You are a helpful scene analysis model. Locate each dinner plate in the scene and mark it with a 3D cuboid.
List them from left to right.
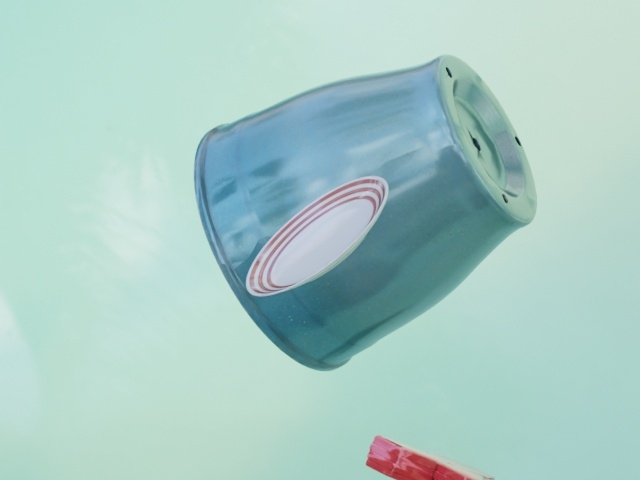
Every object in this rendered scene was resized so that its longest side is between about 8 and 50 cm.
[{"bbox_3d":[0.000,0.000,1.371,0.141,0.017,0.141,-32,21,14],"label":"dinner plate"}]

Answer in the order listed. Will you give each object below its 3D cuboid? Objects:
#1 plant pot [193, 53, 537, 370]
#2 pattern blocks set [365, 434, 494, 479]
[{"bbox_3d":[0.058,-0.047,1.662,0.255,0.271,0.272,-28,35,24],"label":"plant pot"},{"bbox_3d":[0.211,0.180,0.918,0.285,0.325,0.026,20,88,55],"label":"pattern blocks set"}]
